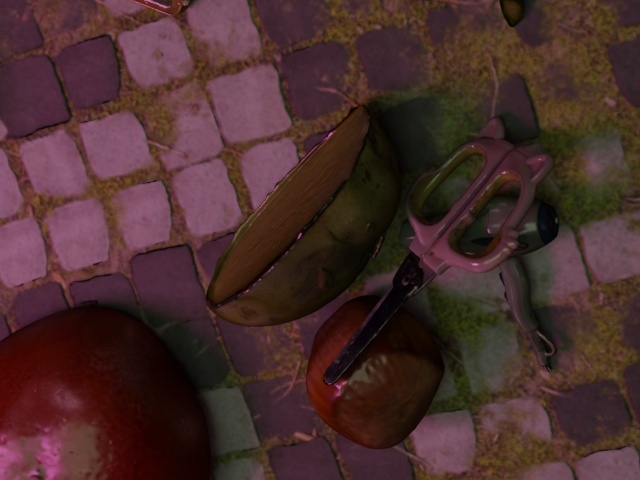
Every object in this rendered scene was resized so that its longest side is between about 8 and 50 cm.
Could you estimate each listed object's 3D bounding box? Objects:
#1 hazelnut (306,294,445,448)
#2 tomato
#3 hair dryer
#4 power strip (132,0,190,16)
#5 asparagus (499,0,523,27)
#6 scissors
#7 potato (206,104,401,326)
[{"bbox_3d":[0.055,0.136,1.697,0.150,0.150,0.150,5,107,17],"label":"hazelnut"},{"bbox_3d":[-0.292,0.239,1.782,0.338,0.143,0.339,0,91,13],"label":"tomato"},{"bbox_3d":[0.167,0.039,1.678,0.167,0.067,0.199,10,123,25],"label":"hair dryer"},{"bbox_3d":[-0.213,-0.286,1.706,0.178,0.028,0.049,22,111,11],"label":"power strip"},{"bbox_3d":[0.168,-0.323,1.572,0.034,0.027,0.236,-12,102,10],"label":"asparagus"},{"bbox_3d":[0.104,0.021,1.615,0.317,0.024,0.160,-51,46,4],"label":"scissors"},{"bbox_3d":[0.000,0.000,1.669,0.111,0.160,0.272,35,115,-21],"label":"potato"}]
